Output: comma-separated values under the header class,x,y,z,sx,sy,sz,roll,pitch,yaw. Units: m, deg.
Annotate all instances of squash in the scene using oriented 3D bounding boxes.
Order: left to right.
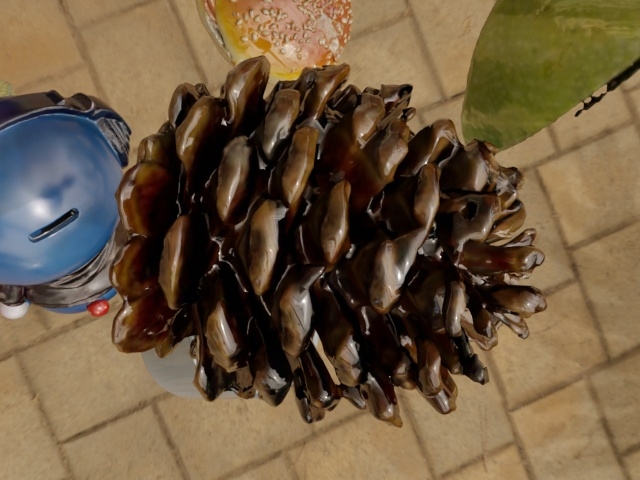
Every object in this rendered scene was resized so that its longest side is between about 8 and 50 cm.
class,x,y,z,sx,sy,sz,roll,pitch,yaw
squash,0.205,-0.137,0.467,0.237,0.204,0.155,-48,55,8

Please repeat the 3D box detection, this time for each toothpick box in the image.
class,x,y,z,sx,sy,sz,roll,pitch,yaw
toothpick box,-0.181,0.181,1.277,0.262,0.354,0.263,9,73,-32

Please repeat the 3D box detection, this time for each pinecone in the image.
class,x,y,z,sx,sy,sz,roll,pitch,yaw
pinecone,0.000,0.000,0.444,0.272,0.224,0.224,11,88,10

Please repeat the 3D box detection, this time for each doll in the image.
class,x,y,z,sx,sy,sz,roll,pitch,yaw
doll,-0.346,-0.040,0.864,0.284,0.310,0.240,-38,59,-19

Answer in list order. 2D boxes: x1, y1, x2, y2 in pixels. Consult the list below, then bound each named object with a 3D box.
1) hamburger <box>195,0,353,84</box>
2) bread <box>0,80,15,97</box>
class,x,y,z,sx,sy,sz,roll,pitch,yaw
hamburger,-0.062,-0.325,0.999,0.236,0.147,0.237,3,81,-17
bread,-0.538,-0.140,1.133,0.141,0.178,0.266,-30,53,20
